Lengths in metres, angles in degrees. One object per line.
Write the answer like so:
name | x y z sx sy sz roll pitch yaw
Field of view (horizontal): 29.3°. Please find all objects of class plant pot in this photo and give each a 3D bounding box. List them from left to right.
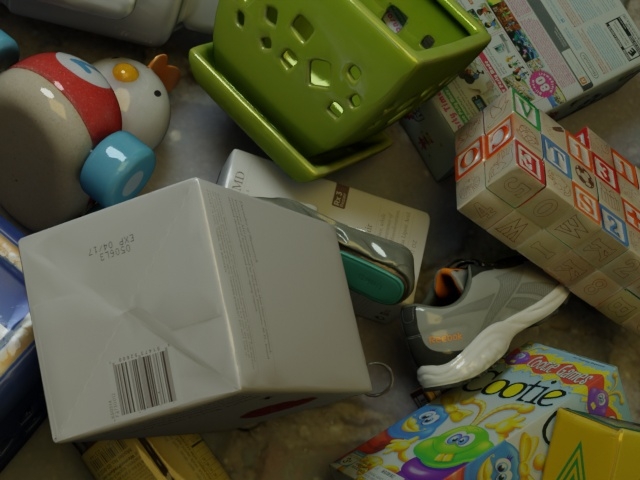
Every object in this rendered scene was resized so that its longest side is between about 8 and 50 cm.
plant pot | -0.348 0.088 1.122 0.236 0.212 0.236 40 64 -1
plant pot | 0.010 -0.201 1.296 0.227 0.207 0.228 45 30 10

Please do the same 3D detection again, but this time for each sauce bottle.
sauce bottle | -0.111 0.291 1.180 0.111 0.111 0.344 -32 83 -24

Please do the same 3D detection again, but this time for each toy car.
toy car | -0.226 -0.134 1.255 0.219 0.210 0.238 37 52 11

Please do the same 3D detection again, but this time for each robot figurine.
robot figurine | -0.252 -0.325 1.299 0.353 0.200 0.300 13 31 -12

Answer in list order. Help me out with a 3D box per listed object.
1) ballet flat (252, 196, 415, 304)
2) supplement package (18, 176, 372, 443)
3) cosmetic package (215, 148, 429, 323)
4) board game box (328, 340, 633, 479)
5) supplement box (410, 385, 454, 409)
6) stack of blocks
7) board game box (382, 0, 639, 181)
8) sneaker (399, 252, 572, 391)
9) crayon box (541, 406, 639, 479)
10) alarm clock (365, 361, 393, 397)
ballet flat | 0.000 0.000 1.258 0.213 0.072 0.068 25 40 -8
supplement package | -0.097 0.072 1.080 0.177 0.293 0.175 -18 77 20
cosmetic package | -0.008 -0.002 1.328 0.231 0.085 0.117 17 67 -12
board game box | 0.175 0.237 1.245 0.275 0.142 0.144 -28 109 -23
supplement box | 0.150 0.166 1.340 0.083 0.043 0.055 -28 81 -23
stack of blocks | 0.283 -0.038 1.345 0.297 0.087 0.171 33 37 -25
board game box | 0.217 -0.238 1.472 0.303 0.097 0.224 -27 81 -24
sneaker | 0.186 0.055 1.325 0.271 0.100 0.108 -35 102 -41
crayon box | 0.369 0.355 1.218 0.363 0.106 0.313 15 86 -27
alarm clock | -0.010 0.114 1.279 0.192 0.064 0.129 26 96 -9
